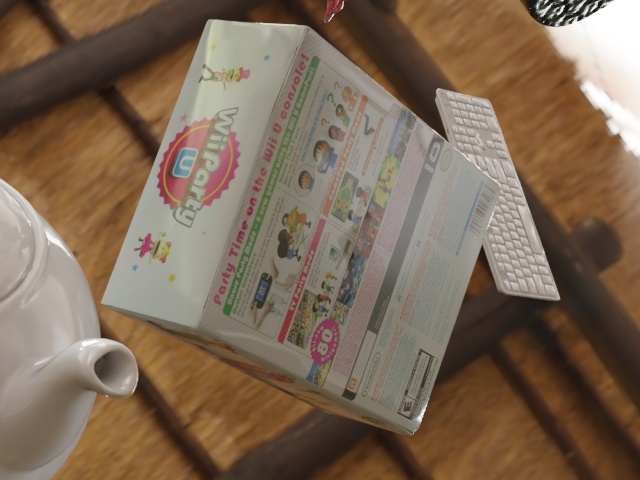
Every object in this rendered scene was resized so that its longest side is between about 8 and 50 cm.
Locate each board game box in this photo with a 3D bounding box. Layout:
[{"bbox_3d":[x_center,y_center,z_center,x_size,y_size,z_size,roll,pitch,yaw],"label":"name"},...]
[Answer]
[{"bbox_3d":[0.000,0.000,1.093,0.303,0.097,0.224,34,-108,-52],"label":"board game box"}]

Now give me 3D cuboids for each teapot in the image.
[{"bbox_3d":[-0.245,0.032,0.844,0.256,0.187,0.252,3,-139,-13],"label":"teapot"}]

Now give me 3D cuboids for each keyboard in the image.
[{"bbox_3d":[0.177,-0.049,1.463,0.072,0.014,0.256,4,-127,-27],"label":"keyboard"}]

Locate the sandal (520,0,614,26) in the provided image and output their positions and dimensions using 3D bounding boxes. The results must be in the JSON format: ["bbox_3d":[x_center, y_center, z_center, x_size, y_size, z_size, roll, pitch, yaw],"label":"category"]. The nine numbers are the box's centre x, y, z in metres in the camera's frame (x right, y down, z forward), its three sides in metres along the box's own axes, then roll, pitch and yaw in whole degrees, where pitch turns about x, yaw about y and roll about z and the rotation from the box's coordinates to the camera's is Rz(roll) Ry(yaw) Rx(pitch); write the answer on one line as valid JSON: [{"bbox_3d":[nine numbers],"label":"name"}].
[{"bbox_3d":[0.353,-0.362,1.294,0.107,0.446,0.167,63,-169,24],"label":"sandal"}]

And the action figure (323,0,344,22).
[{"bbox_3d":[0.092,-0.301,0.949,0.248,0.276,0.370,34,-105,-38],"label":"action figure"}]
